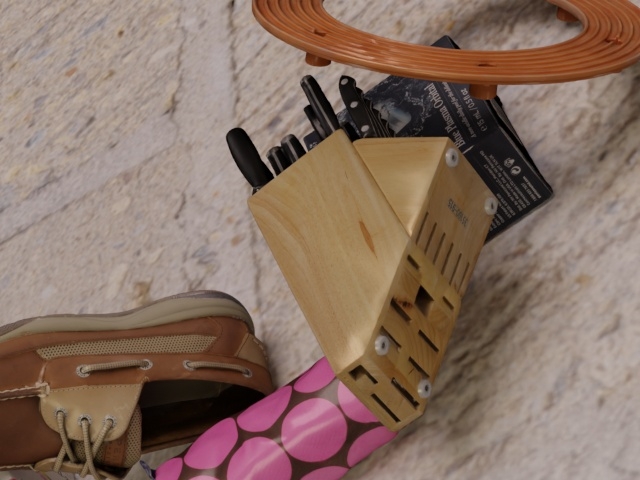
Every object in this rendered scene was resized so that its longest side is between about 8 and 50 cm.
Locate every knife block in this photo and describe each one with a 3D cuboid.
[{"bbox_3d":[0.000,0.000,1.347,0.242,0.088,0.276,0,56,38],"label":"knife block"}]

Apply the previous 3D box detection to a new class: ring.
[{"bbox_3d":[0.109,-0.180,1.469,0.336,0.032,0.336,3,25,-2],"label":"ring"}]

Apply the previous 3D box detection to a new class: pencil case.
[{"bbox_3d":[-0.031,0.155,1.368,0.209,0.095,0.098,-33,26,9],"label":"pencil case"}]

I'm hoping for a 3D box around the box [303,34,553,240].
[{"bbox_3d":[0.087,-0.063,1.476,0.158,0.093,0.156,-36,37,11],"label":"box"}]

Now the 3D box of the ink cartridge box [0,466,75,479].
[{"bbox_3d":[-0.259,0.213,1.494,0.067,0.115,0.198,-41,37,4],"label":"ink cartridge box"}]

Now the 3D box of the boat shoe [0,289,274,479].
[{"bbox_3d":[-0.183,0.130,1.413,0.324,0.123,0.116,-16,48,-23],"label":"boat shoe"}]
